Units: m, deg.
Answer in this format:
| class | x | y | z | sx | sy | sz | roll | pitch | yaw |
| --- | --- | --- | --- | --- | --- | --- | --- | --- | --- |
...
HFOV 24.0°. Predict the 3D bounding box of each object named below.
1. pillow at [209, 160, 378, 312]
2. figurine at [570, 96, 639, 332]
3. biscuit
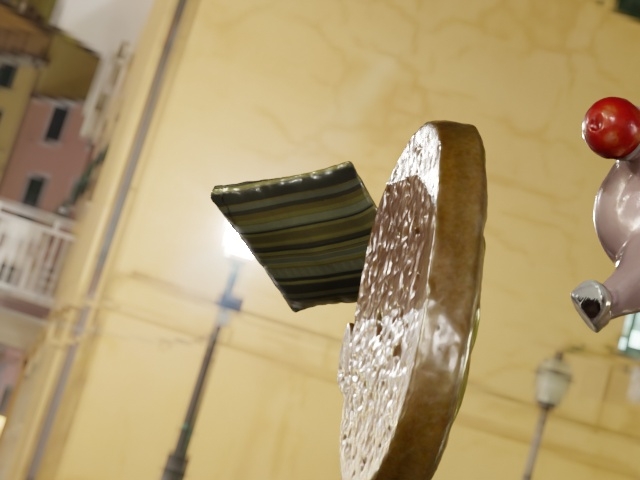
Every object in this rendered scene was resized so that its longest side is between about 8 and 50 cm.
| class | x | y | z | sx | sy | sz | roll | pitch | yaw |
| --- | --- | --- | --- | --- | --- | --- | --- | --- | --- |
| pillow | 0.000 | 0.000 | 1.785 | 0.208 | 0.052 | 0.212 | -9 | -52 | 34 |
| figurine | 0.297 | -0.005 | 1.093 | 0.287 | 0.176 | 0.186 | 12 | -50 | -36 |
| biscuit | 0.093 | 0.077 | 1.502 | 0.070 | 0.394 | 0.350 | 13 | -22 | -9 |
